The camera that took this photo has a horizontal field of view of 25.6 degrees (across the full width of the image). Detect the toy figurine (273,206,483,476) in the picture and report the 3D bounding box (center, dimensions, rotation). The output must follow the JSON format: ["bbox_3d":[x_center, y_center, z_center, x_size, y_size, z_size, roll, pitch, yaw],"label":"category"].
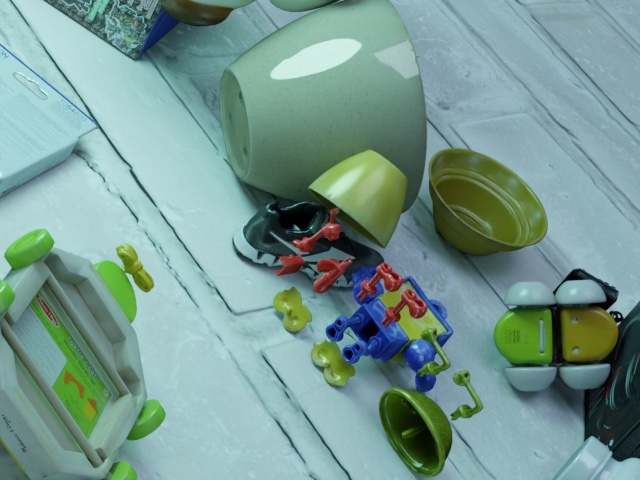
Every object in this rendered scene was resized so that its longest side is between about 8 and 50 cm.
[{"bbox_3d":[0.131,0.120,1.908,0.217,0.191,0.362,-12,56,-50],"label":"toy figurine"}]

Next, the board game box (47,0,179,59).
[{"bbox_3d":[-0.339,-0.461,2.252,0.291,0.141,0.232,34,36,1],"label":"board game box"}]

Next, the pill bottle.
[{"bbox_3d":[0.423,0.376,1.860,0.245,0.136,0.136,40,37,10],"label":"pill bottle"}]

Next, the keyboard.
[{"bbox_3d":[0.412,0.096,2.157,0.108,0.180,0.023,36,73,7],"label":"keyboard"}]

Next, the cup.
[{"bbox_3d":[-0.014,-0.185,2.072,0.237,0.331,0.331,-10,51,-17],"label":"cup"}]

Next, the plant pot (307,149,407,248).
[{"bbox_3d":[0.064,-0.067,1.927,0.134,0.095,0.134,38,-4,3],"label":"plant pot"}]

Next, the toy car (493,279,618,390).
[{"bbox_3d":[0.340,0.139,2.078,0.182,0.159,0.136,-2,-1,-6],"label":"toy car"}]

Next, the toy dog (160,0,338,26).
[{"bbox_3d":[-0.087,-0.482,2.096,0.395,0.285,0.408,18,34,34],"label":"toy dog"}]

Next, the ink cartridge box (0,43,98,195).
[{"bbox_3d":[-0.451,-0.173,1.919,0.223,0.045,0.224,40,36,8],"label":"ink cartridge box"}]

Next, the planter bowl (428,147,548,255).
[{"bbox_3d":[0.247,-0.041,2.247,0.217,0.090,0.217,19,39,-16],"label":"planter bowl"}]

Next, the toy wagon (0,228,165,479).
[{"bbox_3d":[-0.270,0.119,1.565,0.267,0.068,0.344,61,22,-20],"label":"toy wagon"}]

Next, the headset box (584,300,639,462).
[{"bbox_3d":[0.483,0.204,2.032,0.110,0.218,0.293,27,38,-8],"label":"headset box"}]

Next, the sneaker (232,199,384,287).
[{"bbox_3d":[0.000,0.000,2.004,0.234,0.106,0.078,15,41,-23],"label":"sneaker"}]
